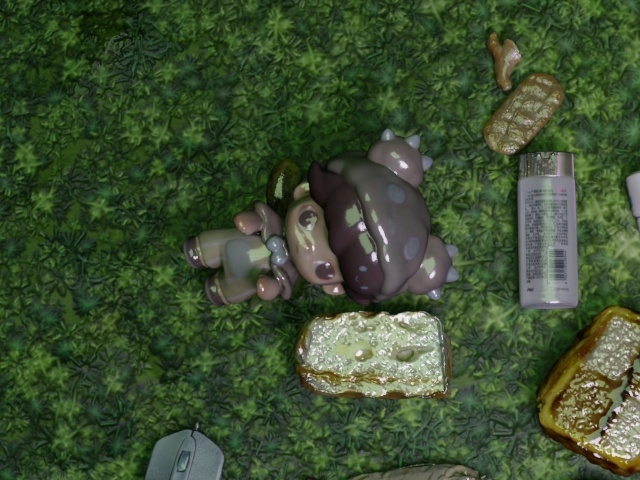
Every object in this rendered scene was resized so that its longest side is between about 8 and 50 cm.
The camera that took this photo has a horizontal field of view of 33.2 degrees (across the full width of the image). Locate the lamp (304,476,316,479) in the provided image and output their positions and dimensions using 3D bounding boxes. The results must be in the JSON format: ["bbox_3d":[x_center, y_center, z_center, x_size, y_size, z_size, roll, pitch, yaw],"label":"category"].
[{"bbox_3d":[-0.003,0.462,1.497,0.118,0.118,0.253,2,81,9],"label":"lamp"}]

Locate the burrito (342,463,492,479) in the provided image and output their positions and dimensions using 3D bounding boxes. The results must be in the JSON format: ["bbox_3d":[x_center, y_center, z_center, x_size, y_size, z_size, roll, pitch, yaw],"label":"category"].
[{"bbox_3d":[0.132,0.356,1.529,0.229,0.063,0.058,-13,118,13],"label":"burrito"}]

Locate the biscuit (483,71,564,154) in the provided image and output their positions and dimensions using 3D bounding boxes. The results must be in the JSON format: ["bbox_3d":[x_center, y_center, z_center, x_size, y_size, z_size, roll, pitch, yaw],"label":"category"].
[{"bbox_3d":[0.306,-0.191,1.624,0.071,0.018,0.147,41,88,12],"label":"biscuit"}]

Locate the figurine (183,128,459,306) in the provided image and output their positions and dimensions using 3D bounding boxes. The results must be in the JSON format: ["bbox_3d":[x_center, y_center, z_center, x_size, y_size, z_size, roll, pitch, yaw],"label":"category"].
[{"bbox_3d":[-0.001,0.000,1.548,0.381,0.203,0.248,-16,92,15],"label":"figurine"}]

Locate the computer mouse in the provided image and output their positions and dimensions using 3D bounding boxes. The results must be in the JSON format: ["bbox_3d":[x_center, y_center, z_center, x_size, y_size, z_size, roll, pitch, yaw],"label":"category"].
[{"bbox_3d":[-0.205,0.378,1.563,0.113,0.068,0.229,8,81,8],"label":"computer mouse"}]

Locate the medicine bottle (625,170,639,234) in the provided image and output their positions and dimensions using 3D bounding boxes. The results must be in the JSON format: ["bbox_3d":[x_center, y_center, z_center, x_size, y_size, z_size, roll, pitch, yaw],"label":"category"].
[{"bbox_3d":[0.475,-0.055,1.556,0.052,0.052,0.089,-10,78,6],"label":"medicine bottle"}]

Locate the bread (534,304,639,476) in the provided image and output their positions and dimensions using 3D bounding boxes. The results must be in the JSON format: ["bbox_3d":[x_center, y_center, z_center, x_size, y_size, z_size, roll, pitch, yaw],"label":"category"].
[{"bbox_3d":[0.412,0.203,1.489,0.181,0.096,0.222,33,84,17],"label":"bread"}]

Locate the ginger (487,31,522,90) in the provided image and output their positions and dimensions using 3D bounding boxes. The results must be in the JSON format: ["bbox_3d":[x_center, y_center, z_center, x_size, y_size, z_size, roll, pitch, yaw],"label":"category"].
[{"bbox_3d":[0.285,-0.276,1.638,0.048,0.030,0.097,-21,73,32],"label":"ginger"}]

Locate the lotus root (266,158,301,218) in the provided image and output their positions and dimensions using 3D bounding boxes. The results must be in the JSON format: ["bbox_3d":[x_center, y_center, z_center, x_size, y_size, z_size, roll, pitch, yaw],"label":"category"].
[{"bbox_3d":[-0.058,-0.076,1.636,0.049,0.054,0.099,11,81,0],"label":"lotus root"}]

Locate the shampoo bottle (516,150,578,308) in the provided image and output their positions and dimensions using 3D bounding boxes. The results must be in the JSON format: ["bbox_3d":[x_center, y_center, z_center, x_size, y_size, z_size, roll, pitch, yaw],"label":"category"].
[{"bbox_3d":[0.330,-0.016,1.567,0.086,0.056,0.227,-2,79,10],"label":"shampoo bottle"}]

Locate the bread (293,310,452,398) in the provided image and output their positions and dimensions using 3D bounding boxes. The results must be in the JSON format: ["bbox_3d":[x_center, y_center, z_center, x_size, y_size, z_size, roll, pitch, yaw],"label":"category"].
[{"bbox_3d":[0.077,0.164,1.559,0.232,0.088,0.128,1,88,2],"label":"bread"}]
